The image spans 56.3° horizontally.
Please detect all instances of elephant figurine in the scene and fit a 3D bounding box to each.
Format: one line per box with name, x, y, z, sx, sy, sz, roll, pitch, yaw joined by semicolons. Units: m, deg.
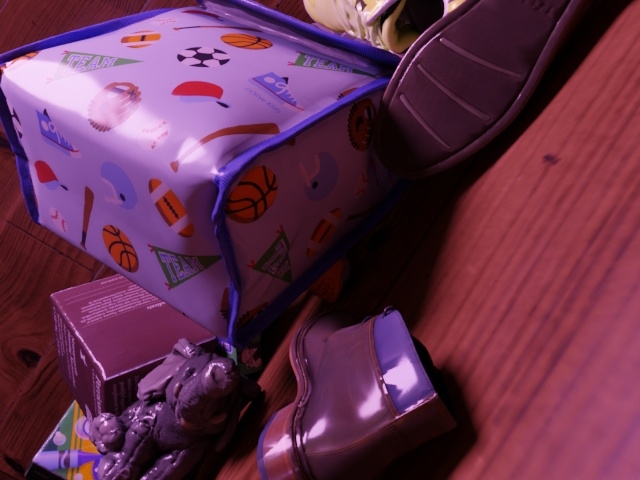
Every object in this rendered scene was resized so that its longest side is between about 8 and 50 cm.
elephant figurine;-0.152;0.202;0.736;0.239;0.169;0.186;-51;43;10

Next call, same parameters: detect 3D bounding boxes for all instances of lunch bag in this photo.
lunch bag;-0.082;-0.131;0.656;0.385;0.328;0.238;-38;-35;-40

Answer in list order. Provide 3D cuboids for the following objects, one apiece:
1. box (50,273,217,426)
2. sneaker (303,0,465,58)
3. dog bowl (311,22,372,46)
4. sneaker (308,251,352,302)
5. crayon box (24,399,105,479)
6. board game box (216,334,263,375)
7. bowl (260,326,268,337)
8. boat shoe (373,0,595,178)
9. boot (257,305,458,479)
box;-0.279;0.172;0.895;0.167;0.203;0.168;-17;-49;-36
sneaker;0.084;-0.296;0.717;0.147;0.145;0.385;-46;34;-16
dog bowl;0.099;-0.532;1.202;0.349;0.102;0.348;-47;35;49
sneaker;0.000;0.000;0.779;0.121;0.099;0.262;-50;11;-6
crayon box;-0.304;0.290;1.011;0.083;0.203;0.323;-49;12;41
board game box;-0.201;0.074;0.956;0.317;0.046;0.213;5;102;52
bowl;-0.152;0.064;1.055;0.156;0.289;0.289;-8;-27;-37
boat shoe;0.168;-0.178;0.520;0.307;0.111;0.104;-51;-14;26
boot;0.037;0.089;0.402;0.106;0.082;0.219;-31;12;16
